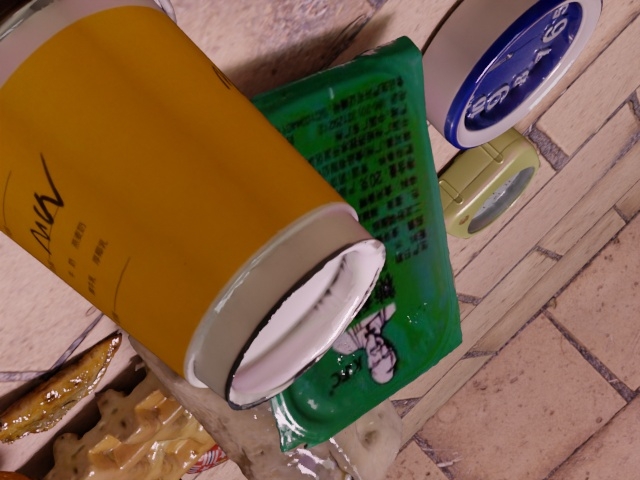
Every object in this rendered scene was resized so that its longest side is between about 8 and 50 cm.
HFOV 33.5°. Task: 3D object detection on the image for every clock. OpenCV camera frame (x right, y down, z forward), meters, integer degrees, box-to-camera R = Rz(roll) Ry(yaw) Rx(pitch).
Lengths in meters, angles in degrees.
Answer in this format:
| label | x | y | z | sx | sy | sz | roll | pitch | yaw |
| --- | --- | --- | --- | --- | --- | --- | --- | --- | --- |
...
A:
| label | x | y | z | sx | sy | sz | roll | pitch | yaw |
| --- | --- | --- | --- | --- | --- | --- | --- | --- | --- |
| clock | 0.207 | -0.210 | 1.187 | 0.230 | 0.083 | 0.230 | -36 | 161 | -14 |
| clock | 0.241 | -0.078 | 1.544 | 0.170 | 0.069 | 0.232 | -46 | 162 | 8 |

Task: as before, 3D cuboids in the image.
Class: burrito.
| label | x | y | z | sx | sy | sz | roll | pitch | yaw |
| --- | --- | --- | --- | --- | --- | --- | --- | --- | --- |
| burrito | -0.045 | 0.172 | 1.149 | 0.190 | 0.135 | 0.332 | -34 | 124 | 3 |

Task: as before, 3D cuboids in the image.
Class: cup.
| label | x | y | z | sx | sy | sz | roll | pitch | yaw |
| --- | --- | --- | --- | --- | --- | --- | --- | --- | --- |
| cup | -0.104 | -0.036 | 0.656 | 0.196 | 0.280 | 0.196 | -42 | 159 | -20 |

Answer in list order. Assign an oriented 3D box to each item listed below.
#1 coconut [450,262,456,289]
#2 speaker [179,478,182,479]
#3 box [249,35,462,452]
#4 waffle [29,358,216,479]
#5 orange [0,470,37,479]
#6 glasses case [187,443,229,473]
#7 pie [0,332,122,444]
| label | x | y | z | sx | sy | sz | roll | pitch | yaw |
| --- | --- | --- | --- | --- | --- | --- | --- | --- | --- |
| coconut | 0.059 | 0.074 | 1.305 | 0.204 | 0.236 | 0.236 | -57 | 165 | -18 |
| speaker | -0.270 | 0.450 | 1.629 | 0.218 | 0.082 | 0.044 | -53 | 159 | 24 |
| box | 0.000 | 0.000 | 1.016 | 0.264 | 0.106 | 0.336 | -27 | 116 | -37 |
| waffle | -0.188 | 0.223 | 1.326 | 0.348 | 0.077 | 0.304 | -45 | 161 | 4 |
| orange | -0.352 | 0.324 | 1.098 | 0.193 | 0.161 | 0.193 | -25 | 149 | -16 |
| glasses case | -0.135 | 0.305 | 1.637 | 0.194 | 0.049 | 0.073 | -25 | 154 | -41 |
| pie | -0.275 | 0.163 | 1.099 | 0.170 | 0.034 | 0.092 | -35 | 158 | -39 |
